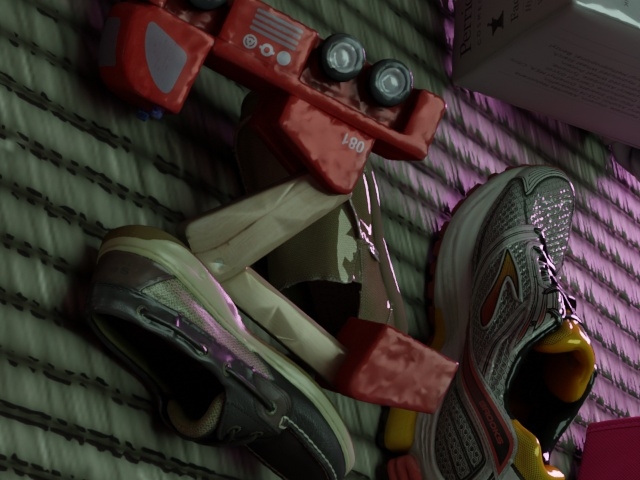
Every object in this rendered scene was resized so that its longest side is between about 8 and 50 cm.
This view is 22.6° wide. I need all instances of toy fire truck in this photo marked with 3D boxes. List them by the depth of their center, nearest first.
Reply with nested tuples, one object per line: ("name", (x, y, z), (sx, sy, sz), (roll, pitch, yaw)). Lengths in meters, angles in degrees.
("toy fire truck", (-0.016, -0.021, 0.669), (0.192, 0.047, 0.135), (26, 84, -17))

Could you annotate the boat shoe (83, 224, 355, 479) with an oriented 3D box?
("boat shoe", (-0.044, 0.060, 0.653), (0.152, 0.056, 0.049), (48, 49, -25))

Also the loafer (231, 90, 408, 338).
("loafer", (0.000, 0.000, 0.726), (0.148, 0.056, 0.050), (66, 30, -20))

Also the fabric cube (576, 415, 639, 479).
("fabric cube", (0.285, 0.268, 0.897), (0.259, 0.254, 0.258), (54, 41, -34))

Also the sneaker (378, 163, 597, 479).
("sneaker", (0.108, 0.051, 0.839), (0.088, 0.092, 0.225), (50, 43, -36))

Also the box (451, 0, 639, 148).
("box", (0.185, -0.163, 0.929), (0.181, 0.119, 0.181), (15, 66, -24))

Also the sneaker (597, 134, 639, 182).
("sneaker", (0.247, -0.080, 1.101), (0.232, 0.090, 0.115), (13, 77, -44))
